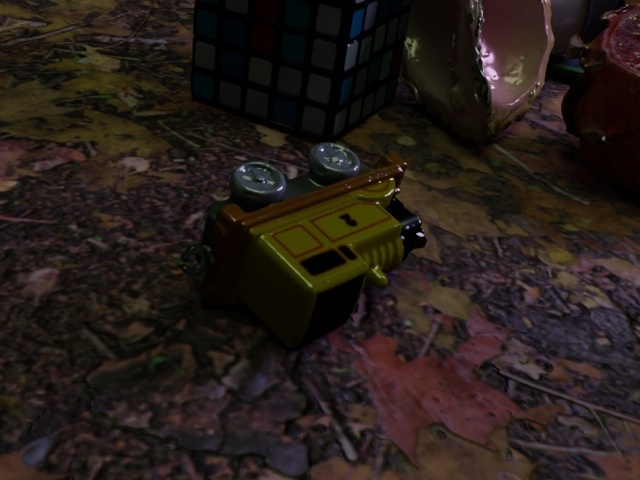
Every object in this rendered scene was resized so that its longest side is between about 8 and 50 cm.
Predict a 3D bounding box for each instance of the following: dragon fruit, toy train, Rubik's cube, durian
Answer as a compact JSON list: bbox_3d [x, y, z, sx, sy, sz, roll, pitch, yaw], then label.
[{"bbox_3d":[0.357,-0.165,0.843,0.210,0.147,0.282,-1,47,23],"label":"dragon fruit"},{"bbox_3d":[0.000,0.000,0.615,0.219,0.089,0.127,-21,53,-39],"label":"toy train"},{"bbox_3d":[-0.016,-0.240,0.890,0.182,0.187,0.184,21,32,20],"label":"Rubik's cube"},{"bbox_3d":[0.146,-0.266,0.926,0.185,0.305,0.195,-20,15,-41],"label":"durian"}]

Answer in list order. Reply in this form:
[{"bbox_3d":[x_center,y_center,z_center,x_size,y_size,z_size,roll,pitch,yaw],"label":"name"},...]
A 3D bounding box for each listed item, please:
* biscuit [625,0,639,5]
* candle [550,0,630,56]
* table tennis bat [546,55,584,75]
[{"bbox_3d":[0.401,-0.384,1.307,0.314,0.063,0.367,-11,35,-36],"label":"biscuit"},{"bbox_3d":[0.218,-0.319,1.068,0.330,0.188,0.187,-11,36,-13],"label":"candle"},{"bbox_3d":[0.395,-0.238,1.127,0.160,0.039,0.257,-15,37,-30],"label":"table tennis bat"}]
